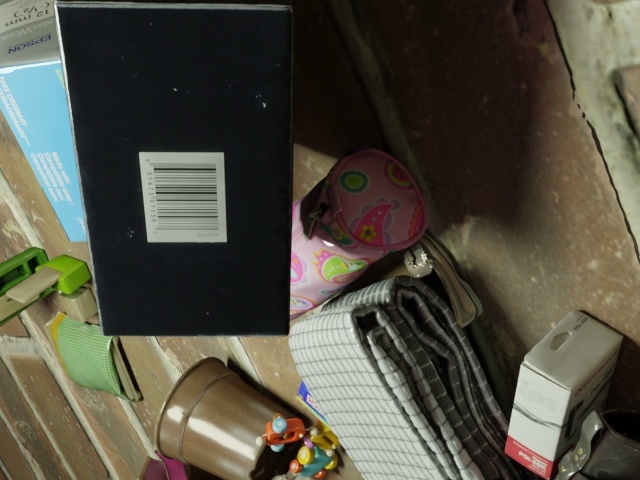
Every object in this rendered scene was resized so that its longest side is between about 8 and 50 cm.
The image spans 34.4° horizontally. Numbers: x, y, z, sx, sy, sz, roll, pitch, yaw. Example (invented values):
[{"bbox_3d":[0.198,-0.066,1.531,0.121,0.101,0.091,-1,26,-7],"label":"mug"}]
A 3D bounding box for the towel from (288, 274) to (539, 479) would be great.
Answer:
[{"bbox_3d":[0.101,0.181,1.145,0.284,0.121,0.235,58,158,-3],"label":"towel"}]

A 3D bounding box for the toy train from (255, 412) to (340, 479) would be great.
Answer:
[{"bbox_3d":[-0.032,0.282,1.441,0.166,0.125,0.046,93,162,-48],"label":"toy train"}]

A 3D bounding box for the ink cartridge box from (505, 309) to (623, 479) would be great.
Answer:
[{"bbox_3d":[0.236,0.151,1.005,0.056,0.099,0.135,31,140,31],"label":"ink cartridge box"}]

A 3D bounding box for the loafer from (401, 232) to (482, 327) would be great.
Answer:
[{"bbox_3d":[0.120,0.039,1.100,0.125,0.039,0.045,50,146,6],"label":"loafer"}]

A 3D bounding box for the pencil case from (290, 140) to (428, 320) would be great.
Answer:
[{"bbox_3d":[0.000,0.000,1.138,0.124,0.124,0.284,54,148,0],"label":"pencil case"}]

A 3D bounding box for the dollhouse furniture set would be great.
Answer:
[{"bbox_3d":[-0.473,0.185,1.839,0.197,0.151,0.301,14,129,44],"label":"dollhouse furniture set"}]

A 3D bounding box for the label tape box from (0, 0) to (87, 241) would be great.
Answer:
[{"bbox_3d":[-0.295,-0.140,1.203,0.348,0.115,0.249,-108,1,-51],"label":"label tape box"}]

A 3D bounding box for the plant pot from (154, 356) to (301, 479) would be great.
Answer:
[{"bbox_3d":[-0.126,0.278,1.509,0.165,0.167,0.167,23,136,27],"label":"plant pot"}]

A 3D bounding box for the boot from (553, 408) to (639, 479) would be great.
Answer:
[{"bbox_3d":[0.299,0.264,1.004,0.229,0.263,0.091,-54,37,26],"label":"boot"}]

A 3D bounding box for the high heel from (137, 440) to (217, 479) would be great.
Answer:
[{"bbox_3d":[-0.192,0.362,1.737,0.181,0.127,0.377,23,139,-5],"label":"high heel"}]

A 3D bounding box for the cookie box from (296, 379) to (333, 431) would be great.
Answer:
[{"bbox_3d":[0.020,0.199,1.359,0.092,0.040,0.107,40,144,19],"label":"cookie box"}]

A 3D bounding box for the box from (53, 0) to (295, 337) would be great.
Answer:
[{"bbox_3d":[-0.112,-0.138,0.953,0.179,0.312,0.343,0,131,-3],"label":"box"}]
